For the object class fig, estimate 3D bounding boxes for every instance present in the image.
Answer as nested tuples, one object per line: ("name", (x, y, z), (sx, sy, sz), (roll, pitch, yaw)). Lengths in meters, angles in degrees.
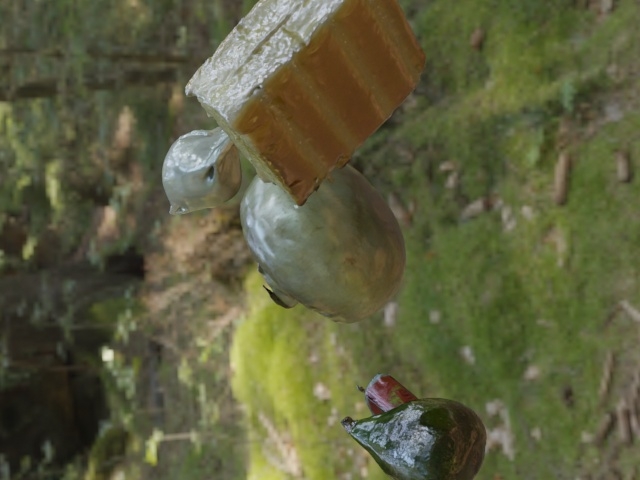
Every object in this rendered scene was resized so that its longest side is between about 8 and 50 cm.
("fig", (0.103, 0.230, 1.483), (0.177, 0.117, 0.117), (2, 95, 42))

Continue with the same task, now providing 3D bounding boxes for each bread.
("bread", (-0.007, -0.180, 1.480), (0.111, 0.239, 0.246), (42, 178, 30))

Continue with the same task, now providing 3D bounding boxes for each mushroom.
("mushroom", (0.000, 0.000, 2.384), (0.260, 0.352, 0.352), (-35, 50, 21))

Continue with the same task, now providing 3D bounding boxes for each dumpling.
("dumpling", (-0.171, -0.123, 2.024), (0.229, 0.124, 0.151), (-26, 29, 57))

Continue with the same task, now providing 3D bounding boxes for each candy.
("candy", (0.134, 0.277, 2.072), (0.292, 0.059, 0.086), (32, 152, 57))
